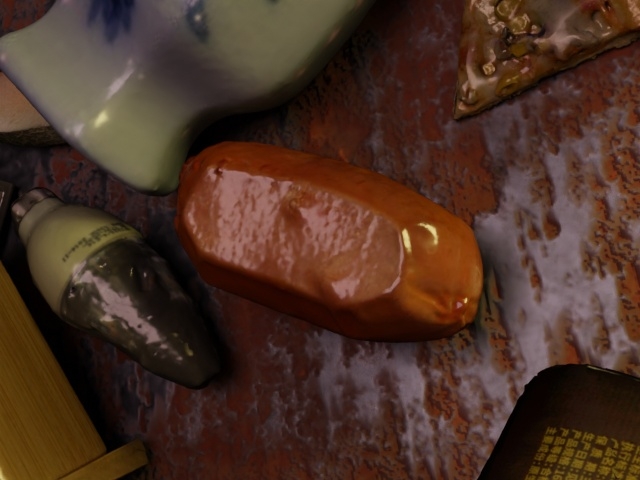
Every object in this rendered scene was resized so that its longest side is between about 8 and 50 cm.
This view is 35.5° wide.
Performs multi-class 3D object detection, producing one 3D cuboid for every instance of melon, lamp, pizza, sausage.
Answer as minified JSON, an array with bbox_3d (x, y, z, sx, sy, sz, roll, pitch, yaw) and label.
[{"bbox_3d":[-0.299,-0.132,0.969,0.182,0.054,0.098,-8,68,24],"label":"melon"},{"bbox_3d":[-0.174,0.039,0.838,0.250,0.101,0.101,39,96,20],"label":"lamp"},{"bbox_3d":[0.146,-0.176,0.769,0.176,0.036,0.185,-45,62,10],"label":"pizza"},{"bbox_3d":[0.001,0.000,0.746,0.258,0.133,0.133,17,85,26],"label":"sausage"}]

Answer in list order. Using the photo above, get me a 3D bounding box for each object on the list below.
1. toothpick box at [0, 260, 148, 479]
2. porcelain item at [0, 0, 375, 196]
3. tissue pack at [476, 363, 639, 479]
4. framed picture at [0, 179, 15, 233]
[{"bbox_3d":[-0.316,0.104,0.792,0.187,0.190,0.308,-33,84,18],"label":"toothpick box"},{"bbox_3d":[-0.069,-0.241,0.810,0.405,0.178,0.242,-49,63,8],"label":"porcelain item"},{"bbox_3d":[0.132,0.265,0.485,0.210,0.198,0.370,18,51,27],"label":"tissue pack"},{"bbox_3d":[-0.404,0.044,0.912,0.023,0.189,0.260,-1,75,62],"label":"framed picture"}]
